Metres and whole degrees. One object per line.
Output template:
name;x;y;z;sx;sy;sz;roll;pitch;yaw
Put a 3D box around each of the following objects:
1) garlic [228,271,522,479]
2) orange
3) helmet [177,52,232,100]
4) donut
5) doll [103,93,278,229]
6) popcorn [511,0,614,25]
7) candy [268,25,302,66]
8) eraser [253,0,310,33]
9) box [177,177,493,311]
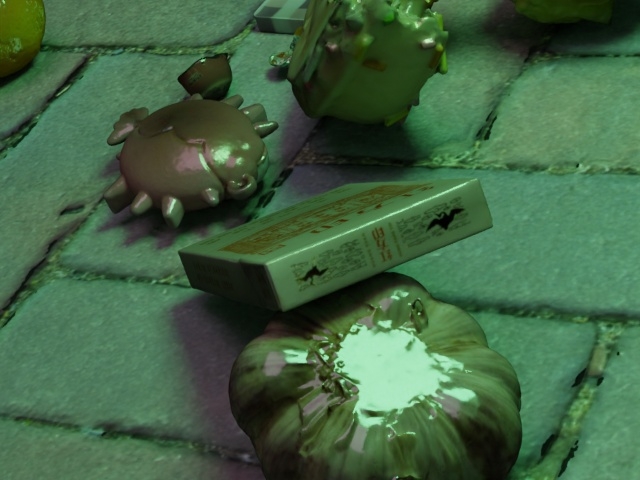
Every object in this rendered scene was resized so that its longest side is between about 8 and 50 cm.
garlic;0.045;0.145;1.266;0.245;0.160;0.245;4;53;-5
orange;-0.468;-0.305;2.108;0.177;0.155;0.177;-20;30;12
helmet;-0.136;-0.202;1.903;0.065;0.049;0.084;-39;-6;33
donut;0.079;-0.283;1.719;0.150;0.307;0.371;24;60;-10
doll;-0.156;-0.101;1.740;0.262;0.093;0.211;21;55;42
popcorn;0.309;-0.367;1.759;0.225;0.249;0.249;23;42;-2
candy;0.013;-0.266;1.923;0.182;0.046;0.053;-32;40;-9
eraser;-0.032;-0.302;2.008;0.105;0.026;0.065;8;46;33
box;0.000;-0.001;1.414;0.204;0.051;0.365;-21;8;-15
